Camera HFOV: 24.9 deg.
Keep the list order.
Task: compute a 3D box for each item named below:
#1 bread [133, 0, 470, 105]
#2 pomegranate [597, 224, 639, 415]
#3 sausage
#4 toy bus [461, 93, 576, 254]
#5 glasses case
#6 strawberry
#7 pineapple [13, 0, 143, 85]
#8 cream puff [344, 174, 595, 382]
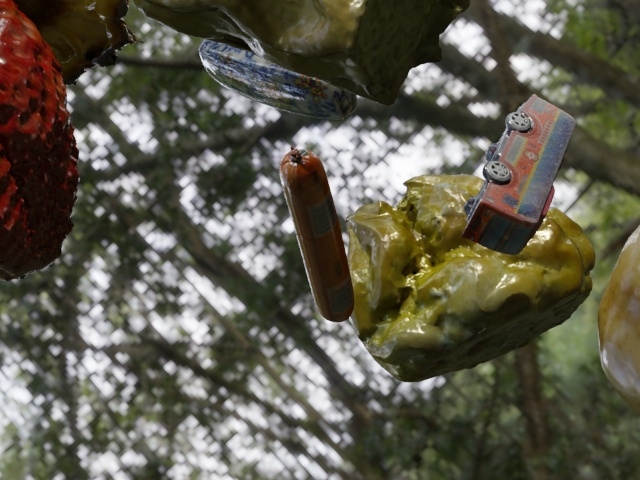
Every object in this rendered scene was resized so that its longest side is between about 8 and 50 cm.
[{"bbox_3d":[-0.023,-0.238,1.207,0.196,0.252,0.238,-66,-18,5],"label":"bread"},{"bbox_3d":[0.477,0.087,1.598,0.333,0.332,0.332,-36,-25,-20],"label":"pomegranate"},{"bbox_3d":[0.000,0.000,1.709,0.053,0.053,0.347,-38,-32,-16],"label":"sausage"},{"bbox_3d":[0.198,-0.066,1.437,0.065,0.077,0.192,113,-176,-45],"label":"toy bus"},{"bbox_3d":[-0.058,-0.214,1.872,0.065,0.248,0.087,-53,-41,-18],"label":"glasses case"},{"bbox_3d":[-0.344,-0.093,1.354,0.288,0.239,0.250,53,-123,-25],"label":"strawberry"},{"bbox_3d":[-0.283,-0.247,1.432,0.224,0.225,0.076,107,174,-47],"label":"pineapple"},{"bbox_3d":[0.186,0.031,1.945,0.324,0.257,0.291,-33,-14,24],"label":"cream puff"}]
